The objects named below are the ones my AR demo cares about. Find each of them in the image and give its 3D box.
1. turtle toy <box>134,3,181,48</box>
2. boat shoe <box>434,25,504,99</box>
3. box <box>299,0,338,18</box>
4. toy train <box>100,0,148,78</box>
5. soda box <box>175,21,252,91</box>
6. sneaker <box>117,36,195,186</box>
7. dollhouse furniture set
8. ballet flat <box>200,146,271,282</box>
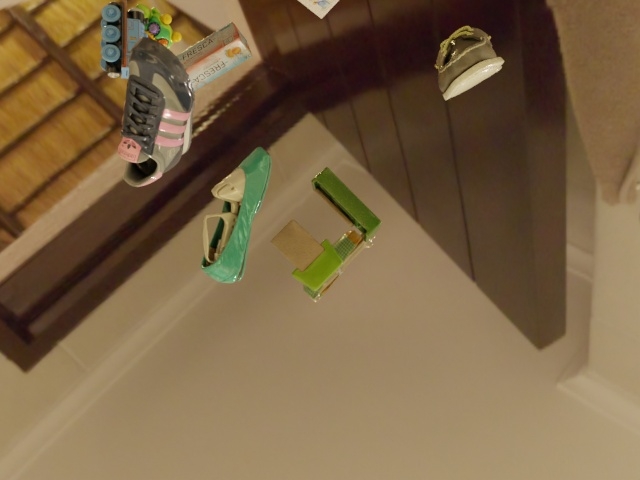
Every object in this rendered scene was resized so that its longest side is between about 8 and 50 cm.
[{"bbox_3d":[-0.402,-0.514,1.883,0.095,0.130,0.066,16,-125,44],"label":"turtle toy"},{"bbox_3d":[0.236,-0.297,1.283,0.109,0.091,0.305,-29,-176,19],"label":"boat shoe"},{"bbox_3d":[-0.034,-0.723,2.113,0.103,0.203,0.114,-34,-151,49],"label":"box"},{"bbox_3d":[-0.446,-0.455,1.776,0.105,0.080,0.184,2,-104,-17],"label":"toy train"},{"bbox_3d":[-0.236,-0.370,1.609,0.183,0.063,0.058,-28,-126,11],"label":"soda box"},{"bbox_3d":[-0.288,-0.199,1.318,0.112,0.319,0.131,30,-117,11],"label":"sneaker"},{"bbox_3d":[0.000,0.000,1.602,0.151,0.301,0.197,44,-94,7],"label":"dollhouse furniture set"},{"bbox_3d":[-0.152,-0.049,1.345,0.083,0.087,0.247,15,-89,56],"label":"ballet flat"}]
